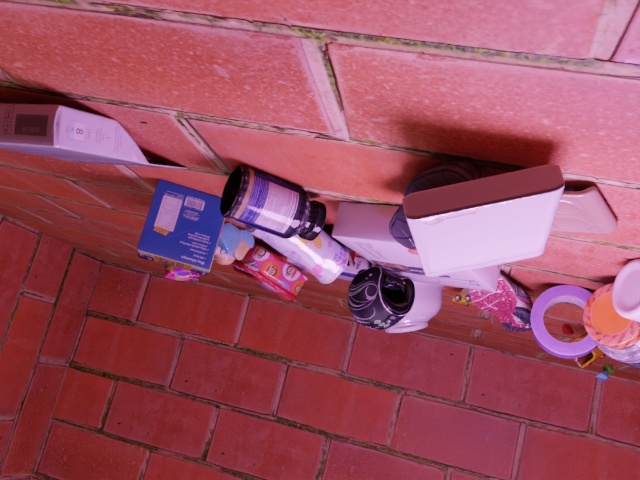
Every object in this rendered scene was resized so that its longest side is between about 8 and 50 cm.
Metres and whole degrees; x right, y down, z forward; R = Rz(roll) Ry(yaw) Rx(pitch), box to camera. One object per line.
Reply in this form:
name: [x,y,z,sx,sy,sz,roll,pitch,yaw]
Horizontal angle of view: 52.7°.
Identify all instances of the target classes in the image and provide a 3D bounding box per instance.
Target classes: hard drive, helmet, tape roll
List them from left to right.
helmet: [0.149,0.149,1.690,0.170,0.169,0.162,21,152,-29]
hard drive: [0.278,-0.019,1.113,0.233,0.047,0.353,-12,160,10]
tape roll: [0.663,0.219,1.737,0.189,0.188,0.080,10,167,21]

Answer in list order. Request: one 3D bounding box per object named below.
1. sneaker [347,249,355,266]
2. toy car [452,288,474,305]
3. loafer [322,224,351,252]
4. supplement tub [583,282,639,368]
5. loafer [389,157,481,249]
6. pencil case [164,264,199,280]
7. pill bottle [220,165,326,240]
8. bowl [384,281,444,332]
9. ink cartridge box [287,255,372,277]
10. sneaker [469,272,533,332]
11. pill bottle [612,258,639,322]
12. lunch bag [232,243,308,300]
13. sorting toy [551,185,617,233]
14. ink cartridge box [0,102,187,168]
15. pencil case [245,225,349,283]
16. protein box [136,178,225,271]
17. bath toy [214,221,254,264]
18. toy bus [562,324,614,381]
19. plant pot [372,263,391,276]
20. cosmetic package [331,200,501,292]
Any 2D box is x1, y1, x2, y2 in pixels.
sneaker: [0.064,0.046,1.940,0.075,0.063,0.170,8,173,0]
toy car: [0.529,0.175,2.015,0.239,0.053,0.225,10,167,18]
loafer: [0.000,0.000,1.771,0.223,0.078,0.076,3,163,43]
supplement tub: [0.794,0.219,1.579,0.316,0.193,0.194,22,166,-35]
loafer: [0.213,-0.081,1.187,0.109,0.095,0.302,40,155,3]
pencil case: [-0.403,0.005,1.897,0.105,0.236,0.104,-7,160,-2]
pill bottle: [-0.103,-0.075,1.449,0.219,0.122,0.123,20,167,-25]
bowl: [0.271,0.224,2.118,0.298,0.134,0.298,-6,163,-2]
ink cartridge box: [0.071,0.088,2.127,0.333,0.065,0.165,12,167,18]
sneaker: [0.511,0.153,1.828,0.121,0.111,0.299,-18,138,31]
pill bottle: [0.754,0.129,1.369,0.230,0.131,0.131,17,168,-11]
lunch bag: [-0.201,0.087,2.215,0.258,0.120,0.293,36,170,-22]
sorting toy: [0.406,-0.058,1.165,0.208,0.038,0.193,-1,161,36]
ink cartridge box: [-0.532,-0.227,1.443,0.308,0.091,0.385,7,-177,29]
pencil case: [-0.056,-0.001,1.614,0.273,0.113,0.124,36,156,-24]
protein box: [-0.374,-0.031,1.767,0.200,0.201,0.136,17,168,-11]
bath toy: [-0.374,0.007,2.151,0.348,0.151,0.129,0,-156,46]
toy bus: [0.942,0.356,2.220,0.191,0.202,0.104,24,136,-10]
plant pot: [0.196,0.084,1.938,0.082,0.081,0.083,13,180,8]
cosmetic package: [0.243,0.021,1.556,0.285,0.097,0.377,4,164,33]
